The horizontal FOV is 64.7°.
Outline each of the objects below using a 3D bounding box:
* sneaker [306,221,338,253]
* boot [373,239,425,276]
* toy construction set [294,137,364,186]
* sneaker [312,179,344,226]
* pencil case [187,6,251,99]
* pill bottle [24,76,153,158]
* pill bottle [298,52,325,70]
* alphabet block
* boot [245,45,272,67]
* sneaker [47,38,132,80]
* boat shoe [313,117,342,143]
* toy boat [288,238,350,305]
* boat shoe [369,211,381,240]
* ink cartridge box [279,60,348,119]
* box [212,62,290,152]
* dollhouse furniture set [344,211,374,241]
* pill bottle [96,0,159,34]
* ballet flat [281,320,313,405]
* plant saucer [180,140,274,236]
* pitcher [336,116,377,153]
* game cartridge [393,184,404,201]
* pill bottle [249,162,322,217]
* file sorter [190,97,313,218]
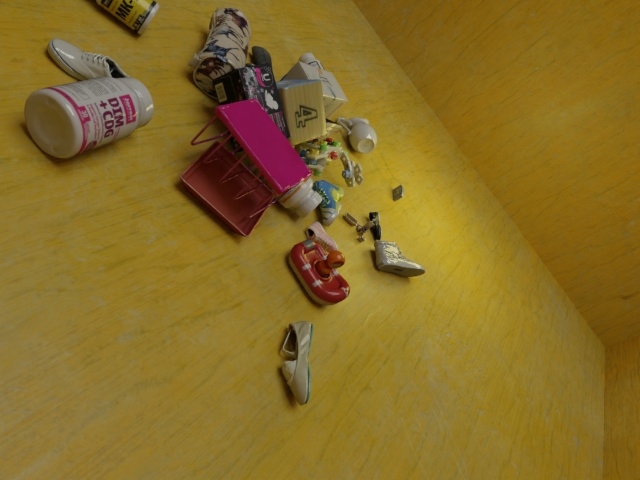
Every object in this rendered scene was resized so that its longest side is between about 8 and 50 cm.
[{"bbox_3d":[0.000,0.000,1.745,0.134,0.051,0.070,53,35,6],"label":"sneaker"},{"bbox_3d":[0.317,0.067,2.018,0.258,0.095,0.123,16,56,-41],"label":"boot"},{"bbox_3d":[0.028,-0.314,1.936,0.328,0.151,0.215,12,17,-43],"label":"toy construction set"},{"bbox_3d":[0.011,-0.146,1.870,0.126,0.091,0.240,31,31,-11],"label":"sneaker"},{"bbox_3d":[-0.355,-0.697,1.845,0.183,0.160,0.410,45,32,-38],"label":"pencil case"},{"bbox_3d":[-0.561,-0.318,1.259,0.160,0.160,0.283,49,34,-6],"label":"pill bottle"},{"bbox_3d":[-0.029,-0.767,2.341,0.108,0.108,0.193,-6,65,-52],"label":"pill bottle"},{"bbox_3d":[-0.112,-0.456,1.790,0.193,0.192,0.197,-27,121,-39],"label":"alphabet block"},{"bbox_3d":[-0.254,-0.724,2.065,0.190,0.076,0.208,30,45,-52],"label":"boot"},{"bbox_3d":[-0.615,-0.479,1.400,0.258,0.091,0.094,33,39,-28],"label":"sneaker"},{"bbox_3d":[-0.022,-0.455,2.088,0.109,0.098,0.302,29,25,27],"label":"boat shoe"},{"bbox_3d":[0.018,0.086,1.597,0.231,0.151,0.151,57,34,6],"label":"toy boat"},{"bbox_3d":[0.224,-0.058,2.072,0.042,0.049,0.133,3,61,-16],"label":"boat shoe"},{"bbox_3d":[-0.040,-0.616,2.138,0.233,0.171,0.168,-6,65,-53],"label":"ink cartridge box"},{"bbox_3d":[-0.226,-0.432,1.665,0.142,0.163,0.247,-26,107,-40],"label":"box"},{"bbox_3d":[0.152,-0.069,1.957,0.114,0.081,0.091,39,36,-20],"label":"dollhouse furniture set"},{"bbox_3d":[-0.635,-0.771,1.613,0.209,0.119,0.119,32,39,-28],"label":"pill bottle"},{"bbox_3d":[-0.068,0.323,1.364,0.086,0.086,0.248,33,37,-27],"label":"ballet flat"},{"bbox_3d":[-0.284,-0.153,1.546,0.259,0.048,0.258,44,35,-15],"label":"plant saucer"},{"bbox_3d":[0.166,-0.497,2.342,0.178,0.125,0.207,10,39,-19],"label":"pitcher"},{"bbox_3d":[0.367,-0.226,2.376,0.017,0.056,0.083,40,35,-31],"label":"game cartridge"},{"bbox_3d":[-0.112,-0.196,1.707,0.245,0.136,0.136,46,35,-11],"label":"pill bottle"},{"bbox_3d":[-0.210,-0.240,1.505,0.290,0.182,0.202,53,33,-2],"label":"file sorter"}]
